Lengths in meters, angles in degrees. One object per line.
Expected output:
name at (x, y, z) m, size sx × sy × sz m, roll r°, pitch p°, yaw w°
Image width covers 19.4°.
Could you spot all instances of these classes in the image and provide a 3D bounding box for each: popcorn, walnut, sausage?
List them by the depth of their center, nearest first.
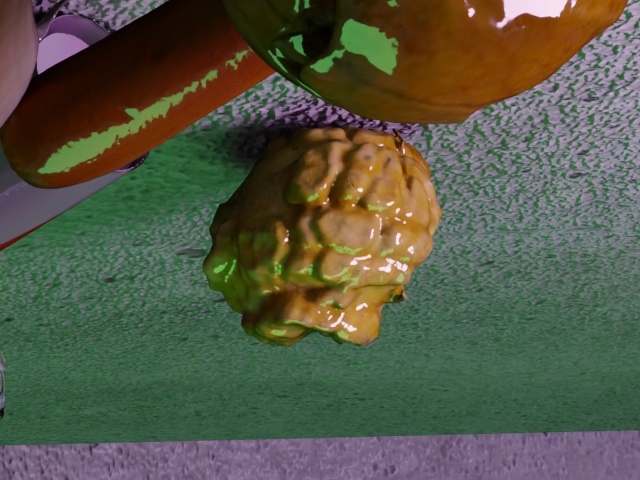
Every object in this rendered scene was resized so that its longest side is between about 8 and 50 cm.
walnut at (0.081, -0.179, 1.188) m, size 0.336 × 0.209 × 0.209 m, roll -2°, pitch 167°, yaw -46°
sausage at (-0.100, -0.129, 1.340) m, size 0.300 × 0.089 × 0.083 m, roll -31°, pitch -163°, yaw 10°
popcorn at (0.000, 0.000, 1.753) m, size 0.190 × 0.250 × 0.250 m, roll 35°, pitch 156°, yaw -7°

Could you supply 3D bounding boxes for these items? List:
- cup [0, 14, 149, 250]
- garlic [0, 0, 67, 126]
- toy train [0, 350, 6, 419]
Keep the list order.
cup at (-0.285, -0.066, 1.523) m, size 0.288 × 0.203 × 0.203 m, roll -23°, pitch 157°, yaw 32°
garlic at (-0.302, -0.160, 1.230) m, size 0.231 × 0.246 × 0.340 m, roll 31°, pitch 171°, yaw 1°
toy train at (-0.423, 0.063, 1.789) m, size 0.173 × 0.249 × 0.307 m, roll -19°, pitch 162°, yaw 6°
